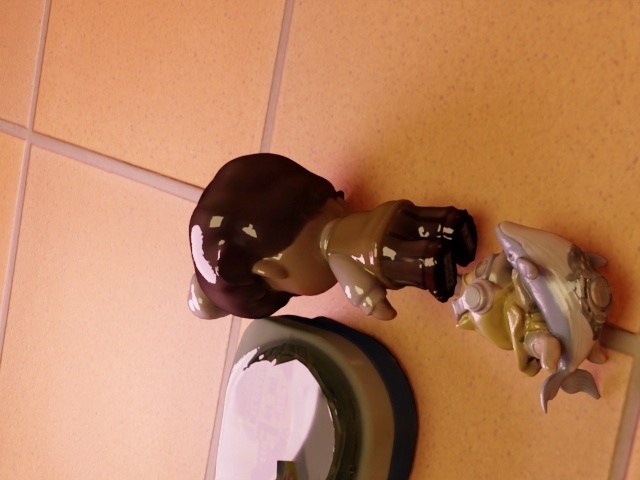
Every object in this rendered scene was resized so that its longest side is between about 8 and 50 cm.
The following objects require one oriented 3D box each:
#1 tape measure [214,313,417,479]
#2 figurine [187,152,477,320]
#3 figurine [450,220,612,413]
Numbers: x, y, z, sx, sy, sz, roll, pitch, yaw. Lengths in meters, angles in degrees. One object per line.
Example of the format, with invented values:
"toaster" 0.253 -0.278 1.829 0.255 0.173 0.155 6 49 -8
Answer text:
"tape measure" -0.010 0.237 1.510 0.262 0.138 0.259 14 100 47
"figurine" 0.011 0.012 1.474 0.365 0.206 0.218 15 60 23
"figurine" 0.226 0.077 1.266 0.184 0.128 0.208 -26 73 46
